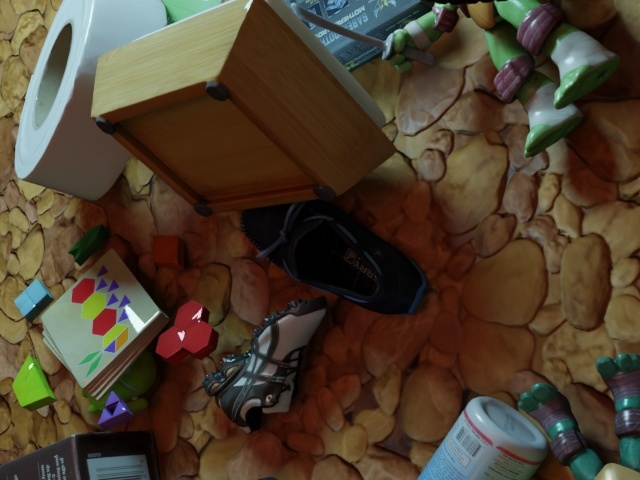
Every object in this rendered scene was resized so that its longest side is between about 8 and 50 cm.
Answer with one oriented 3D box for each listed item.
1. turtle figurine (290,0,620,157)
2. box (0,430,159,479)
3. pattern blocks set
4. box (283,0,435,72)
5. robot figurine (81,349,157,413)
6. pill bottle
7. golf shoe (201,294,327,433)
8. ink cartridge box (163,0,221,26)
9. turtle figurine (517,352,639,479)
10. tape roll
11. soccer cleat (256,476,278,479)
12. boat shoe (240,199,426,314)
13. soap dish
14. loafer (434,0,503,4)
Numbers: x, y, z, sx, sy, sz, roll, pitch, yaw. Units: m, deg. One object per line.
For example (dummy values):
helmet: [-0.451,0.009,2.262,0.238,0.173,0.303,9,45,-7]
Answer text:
turtle figurine: [0.127,-0.205,0.929,0.266,0.275,0.198,54,125,18]
box: [-0.374,0.391,1.287,0.381,0.143,0.191,-25,69,31]
pattern blocks set: [-0.277,0.106,1.261,0.285,0.026,0.325,-39,44,3]
box: [0.012,-0.287,1.139,0.233,0.059,0.183,-27,67,31]
robot figurine: [-0.257,0.178,1.270,0.115,0.067,0.101,-40,62,25]
pill bottle: [0.140,0.235,0.940,0.087,0.087,0.160,42,109,34]
golf shoe: [-0.044,0.141,1.117,0.198,0.077,0.094,-47,69,31]
ink cartridge box: [-0.169,-0.237,1.269,0.109,0.062,0.209,28,100,38]
turtle figurine: [0.247,0.213,0.815,0.175,0.118,0.234,-14,44,6]
tape roll: [-0.302,-0.198,1.277,0.286,0.100,0.286,-38,44,48]
soccer cleat: [-0.116,0.312,1.148,0.179,0.060,0.072,-43,58,28]
boat shoe: [0.000,0.000,1.084,0.258,0.089,0.109,19,95,38]
soap dish: [-0.096,-0.132,1.067,0.291,0.229,0.118,-6,49,47]
loafer: [0.240,-0.277,0.791,0.134,0.366,0.130,148,114,-72]
